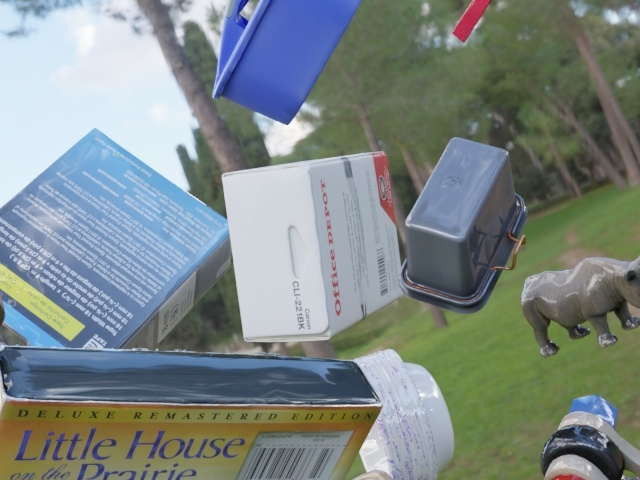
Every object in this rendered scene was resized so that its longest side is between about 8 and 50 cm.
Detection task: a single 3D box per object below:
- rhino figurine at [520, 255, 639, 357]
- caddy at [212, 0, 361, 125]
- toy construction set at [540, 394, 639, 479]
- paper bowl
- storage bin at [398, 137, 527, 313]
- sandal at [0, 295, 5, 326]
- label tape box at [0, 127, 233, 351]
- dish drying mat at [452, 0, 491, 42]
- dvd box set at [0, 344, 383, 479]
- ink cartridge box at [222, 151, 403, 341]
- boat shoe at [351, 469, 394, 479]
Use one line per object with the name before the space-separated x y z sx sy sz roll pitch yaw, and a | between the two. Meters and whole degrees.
rhino figurine | 0.335 0.070 1.194 0.073 0.106 0.243 -34 5 -34
caddy | -0.057 -0.352 1.552 0.341 0.179 0.241 -57 10 27
toy construction set | 0.304 0.232 0.656 0.257 0.237 0.309 -21 17 11
paper bowl | 0.152 0.346 1.880 0.148 0.284 0.284 -16 -5 -12
storage bin | 0.128 -0.018 0.867 0.135 0.098 0.091 -59 -27 -27
sandal | -0.447 0.118 1.074 0.240 0.088 0.079 -36 37 -1
label tape box | -0.300 0.047 1.227 0.334 0.240 0.106 -48 -13 -32
dish drying mat | 0.244 -0.360 1.593 0.008 0.032 0.083 1 -51 -47
dvd box set | -0.162 0.269 0.821 0.307 0.062 0.420 6 -58 -32
ink cartridge box | 0.000 0.000 1.208 0.114 0.197 0.273 -6 5 22
boat shoe | 0.022 0.433 1.320 0.285 0.092 0.103 -53 26 1
